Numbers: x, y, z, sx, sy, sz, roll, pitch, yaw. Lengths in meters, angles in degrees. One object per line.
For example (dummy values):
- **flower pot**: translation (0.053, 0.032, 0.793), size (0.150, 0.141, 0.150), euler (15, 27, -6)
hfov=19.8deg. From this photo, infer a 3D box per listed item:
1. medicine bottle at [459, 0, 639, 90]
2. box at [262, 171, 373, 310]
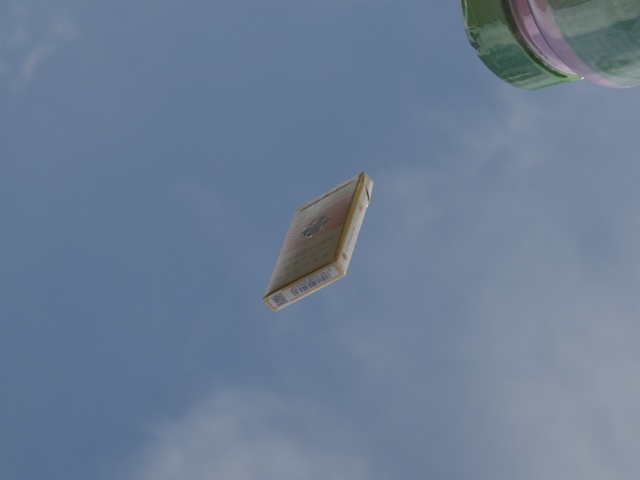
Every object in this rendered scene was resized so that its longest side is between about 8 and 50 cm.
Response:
- **medicine bottle**: translation (0.205, -0.161, 1.016), size (0.274, 0.133, 0.133), euler (-11, -138, 49)
- **box**: translation (0.000, 0.000, 0.914), size (0.046, 0.012, 0.083), euler (-29, -158, 28)
